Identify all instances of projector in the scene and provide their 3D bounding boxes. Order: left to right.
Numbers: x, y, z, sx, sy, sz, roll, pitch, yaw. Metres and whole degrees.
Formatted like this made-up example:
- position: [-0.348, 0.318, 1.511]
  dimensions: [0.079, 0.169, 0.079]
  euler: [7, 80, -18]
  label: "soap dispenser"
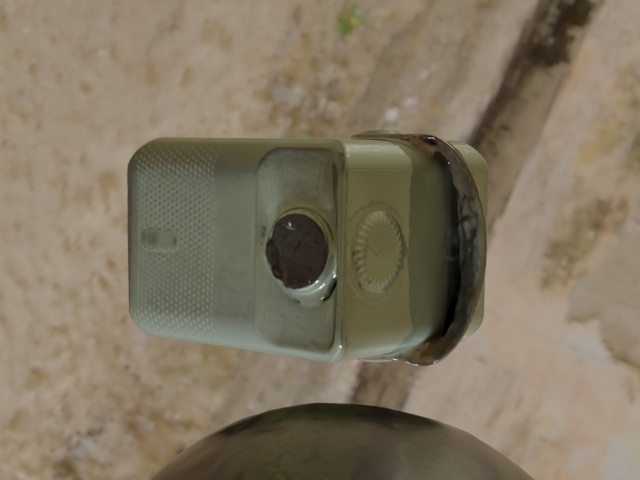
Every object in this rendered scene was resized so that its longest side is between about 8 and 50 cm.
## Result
- position: [0.000, 0.000, 1.106]
  dimensions: [0.177, 0.243, 0.163]
  euler: [-5, 99, -52]
  label: "projector"

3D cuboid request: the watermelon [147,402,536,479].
- position: [0.011, 0.220, 0.757]
  dimensions: [0.359, 0.279, 0.278]
  euler: [-104, -144, -85]
  label: "watermelon"
